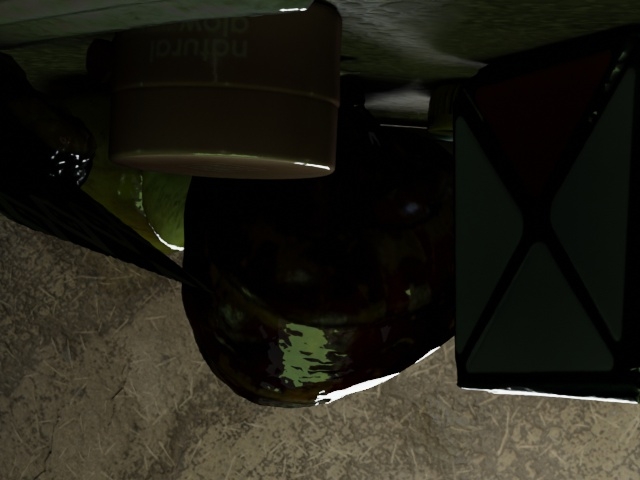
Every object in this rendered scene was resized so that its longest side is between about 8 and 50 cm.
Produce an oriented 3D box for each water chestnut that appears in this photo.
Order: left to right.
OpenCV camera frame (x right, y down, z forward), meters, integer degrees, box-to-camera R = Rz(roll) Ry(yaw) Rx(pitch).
[{"bbox_3d":[0.000,0.000,1.536,0.289,0.244,0.289,-29,-164,9],"label":"water chestnut"}]

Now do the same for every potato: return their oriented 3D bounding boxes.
[{"bbox_3d":[-0.173,-0.057,1.610,0.176,0.141,0.298,14,176,-8],"label":"potato"}]

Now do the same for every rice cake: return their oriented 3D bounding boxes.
[{"bbox_3d":[-0.130,-0.140,0.989,0.106,0.050,0.298,7,175,-44],"label":"rice cake"}]

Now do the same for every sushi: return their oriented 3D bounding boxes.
[{"bbox_3d":[-0.211,-0.084,1.214,0.294,0.059,0.292,37,-175,24],"label":"sushi"}]

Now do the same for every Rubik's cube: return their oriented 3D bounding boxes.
[{"bbox_3d":[0.255,-0.006,1.301,0.246,0.248,0.250,4,175,-27],"label":"Rubik's cube"}]

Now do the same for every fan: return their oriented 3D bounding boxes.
[{"bbox_3d":[0.120,-0.103,1.497,0.082,0.039,0.155,3,178,-10],"label":"fan"}]

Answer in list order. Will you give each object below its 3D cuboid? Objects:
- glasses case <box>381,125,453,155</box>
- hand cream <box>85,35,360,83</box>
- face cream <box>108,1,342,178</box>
[{"bbox_3d":[0.174,-0.033,1.763,0.313,0.131,0.070,3,-154,-10],"label":"glasses case"},{"bbox_3d":[-0.072,-0.126,1.321,0.210,0.043,0.067,-1,-178,-39],"label":"hand cream"},{"bbox_3d":[-0.061,-0.098,1.181,0.149,0.104,0.149,3,177,0],"label":"face cream"}]
